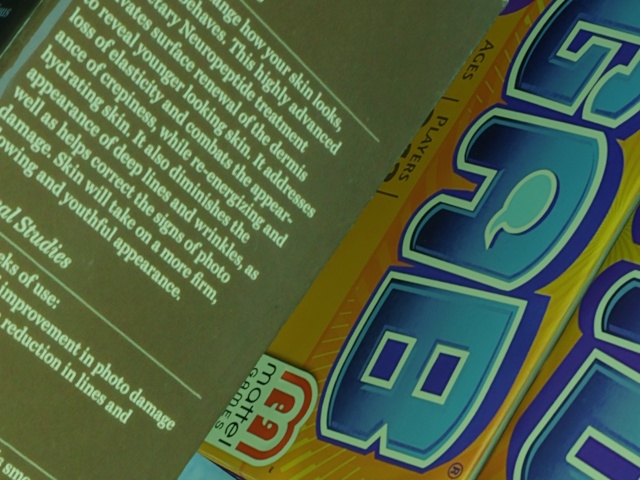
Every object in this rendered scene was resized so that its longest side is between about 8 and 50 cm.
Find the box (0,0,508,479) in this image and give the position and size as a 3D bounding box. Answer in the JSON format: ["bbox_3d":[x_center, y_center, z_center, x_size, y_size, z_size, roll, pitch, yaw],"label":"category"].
[{"bbox_3d":[-0.106,-0.029,0.793,0.191,0.143,0.381,44,75,-33],"label":"box"}]

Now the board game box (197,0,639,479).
[{"bbox_3d":[0.233,0.084,0.912,0.356,0.356,0.356,42,75,-39],"label":"board game box"}]
